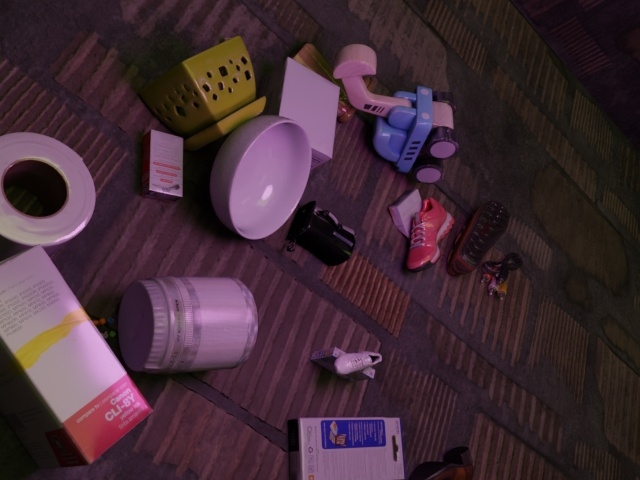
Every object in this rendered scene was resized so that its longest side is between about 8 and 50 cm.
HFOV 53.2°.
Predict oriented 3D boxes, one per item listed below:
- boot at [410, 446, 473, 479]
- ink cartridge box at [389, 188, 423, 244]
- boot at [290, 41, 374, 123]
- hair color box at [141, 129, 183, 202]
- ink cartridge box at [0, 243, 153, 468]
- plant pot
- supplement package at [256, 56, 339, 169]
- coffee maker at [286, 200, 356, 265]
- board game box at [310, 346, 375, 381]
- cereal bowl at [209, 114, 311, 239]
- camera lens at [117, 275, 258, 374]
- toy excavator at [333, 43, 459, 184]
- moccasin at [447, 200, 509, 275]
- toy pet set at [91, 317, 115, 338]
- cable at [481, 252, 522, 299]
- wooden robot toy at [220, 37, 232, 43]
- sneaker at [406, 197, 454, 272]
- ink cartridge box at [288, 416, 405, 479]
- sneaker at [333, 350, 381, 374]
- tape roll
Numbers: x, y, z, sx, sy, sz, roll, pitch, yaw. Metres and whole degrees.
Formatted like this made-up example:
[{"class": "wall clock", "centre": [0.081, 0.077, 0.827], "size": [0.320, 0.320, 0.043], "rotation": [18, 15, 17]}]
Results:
[{"class": "boot", "centre": [0.390, 0.804, 1.942], "size": [0.264, 0.096, 0.281], "rotation": [-8, 87, -49]}, {"class": "ink cartridge box", "centre": [0.313, -0.069, 2.210], "size": [0.145, 0.045, 0.179], "rotation": [-39, 119, -42]}, {"class": "boot", "centre": [0.040, -0.551, 2.111], "size": [0.269, 0.089, 0.236], "rotation": [44, 51, -17]}, {"class": "hair color box", "centre": [-0.404, -0.189, 1.635], "size": [0.093, 0.053, 0.167], "rotation": [11, 66, -38]}, {"class": "ink cartridge box", "centre": [-0.537, 0.230, 1.223], "size": [0.160, 0.279, 0.385], "rotation": [-38, 100, -42]}, {"class": "plant pot", "centre": [-0.294, -0.376, 1.686], "size": [0.227, 0.228, 0.207], "rotation": [-42, 108, -41]}, {"class": "supplement package", "centre": [-0.072, -0.369, 1.914], "size": [0.204, 0.145, 0.262], "rotation": [23, 62, -32]}, {"class": "coffee maker", "centre": [0.000, 0.000, 1.878], "size": [0.178, 0.120, 0.171], "rotation": [35, 78, -24]}, {"class": "board game box", "centre": [0.063, 0.351, 1.796], "size": [0.154, 0.103, 0.026], "rotation": [34, 55, -26]}, {"class": "cereal bowl", "centre": [-0.176, -0.180, 1.699], "size": [0.339, 0.141, 0.339], "rotation": [-43, 147, -37]}, {"class": "camera lens", "centre": [-0.298, 0.192, 1.475], "size": [0.274, 0.219, 0.219], "rotation": [4, 72, -39]}, {"class": "toy excavator", "centre": [0.231, -0.407, 2.068], "size": [0.445, 0.433, 0.222], "rotation": [8, 58, -7]}, {"class": "moccasin", "centre": [0.577, -0.008, 2.341], "size": [0.139, 0.147, 0.380], "rotation": [38, 56, -5]}, {"class": "toy pet set", "centre": [-0.491, 0.231, 1.405], "size": [0.114, 0.065, 0.122], "rotation": [-4, 77, -40]}, {"class": "cable", "centre": [0.687, 0.112, 2.453], "size": [0.139, 0.072, 0.287], "rotation": [45, 37, 3]}, {"class": "wooden robot toy", "centre": [-0.243, -0.519, 1.869], "size": [0.076, 0.079, 0.173], "rotation": [3, 73, -39]}, {"class": "sneaker", "centre": [0.340, -0.022, 2.144], "size": [0.136, 0.116, 0.314], "rotation": [52, 45, -23]}, {"class": "ink cartridge box", "centre": [0.079, 0.577, 1.756], "size": [0.370, 0.069, 0.176], "rotation": [10, 68, -34]}, {"class": "sneaker", "centre": [0.101, 0.325, 1.727], "size": [0.152, 0.061, 0.054], "rotation": [-9, 82, -40]}, {"class": "tape roll", "centre": [-0.621, -0.083, 1.341], "size": [0.246, 0.169, 0.246], "rotation": [14, 67, -35]}]
